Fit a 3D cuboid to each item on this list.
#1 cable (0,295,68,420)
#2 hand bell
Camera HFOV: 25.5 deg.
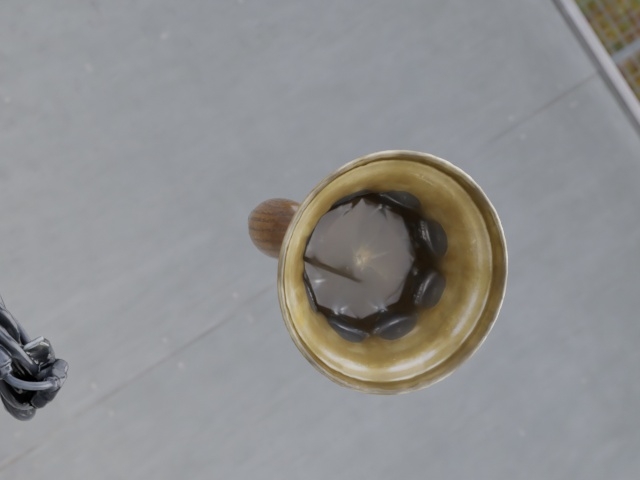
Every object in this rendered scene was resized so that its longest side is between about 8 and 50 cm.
[{"bbox_3d":[-0.214,0.043,0.855,0.150,0.047,0.184,48,-12,-5],"label":"cable"},{"bbox_3d":[0.000,0.000,0.826,0.126,0.126,0.242,55,-10,-18],"label":"hand bell"}]
